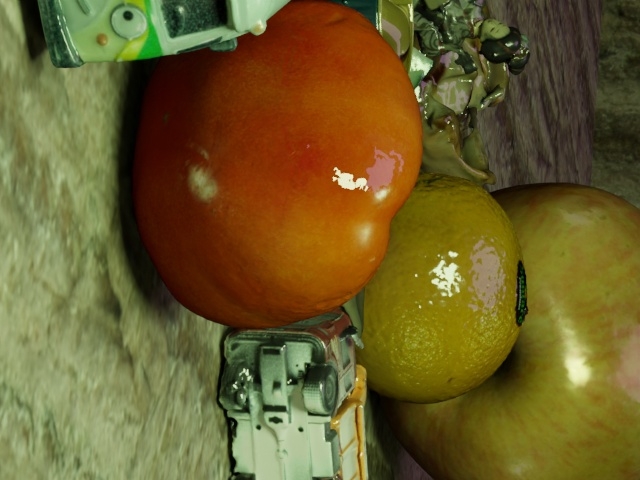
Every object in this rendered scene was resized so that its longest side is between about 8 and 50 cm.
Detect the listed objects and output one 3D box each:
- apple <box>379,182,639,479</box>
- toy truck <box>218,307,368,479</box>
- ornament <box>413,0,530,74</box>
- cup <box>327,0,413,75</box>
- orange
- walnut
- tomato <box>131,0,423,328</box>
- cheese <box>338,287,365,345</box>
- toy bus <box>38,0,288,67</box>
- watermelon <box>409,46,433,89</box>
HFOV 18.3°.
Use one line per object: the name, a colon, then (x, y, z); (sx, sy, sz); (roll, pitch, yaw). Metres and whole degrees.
apple: (0.243, 0.126, 2.230); (0.346, 0.391, 0.391); (14, 76, -64)
toy truck: (-0.015, 0.193, 1.751); (0.135, 0.114, 0.270); (-41, 129, -66)
ornament: (0.119, -0.227, 1.998); (0.166, 0.196, 0.153); (-62, 162, -5)
cup: (-0.012, -0.172, 1.686); (0.131, 0.155, 0.176); (73, 24, -48)
orange: (0.102, 0.048, 1.996); (0.236, 0.236, 0.236); (0, 90, -75)
walnut: (0.121, -0.173, 2.220); (0.238, 0.141, 0.204); (-73, 145, -45)
tomato: (-0.039, -0.064, 1.477); (0.180, 0.260, 0.260); (15, 70, -30)
cheese: (0.000, 0.000, 1.851); (0.175, 0.091, 0.202); (74, 22, -51)
toy bus: (-0.087, -0.214, 1.385); (0.276, 0.164, 0.134); (-56, 142, -66)
watermelon: (-0.029, -0.171, 1.841); (0.202, 0.136, 0.207); (50, 56, -6)
